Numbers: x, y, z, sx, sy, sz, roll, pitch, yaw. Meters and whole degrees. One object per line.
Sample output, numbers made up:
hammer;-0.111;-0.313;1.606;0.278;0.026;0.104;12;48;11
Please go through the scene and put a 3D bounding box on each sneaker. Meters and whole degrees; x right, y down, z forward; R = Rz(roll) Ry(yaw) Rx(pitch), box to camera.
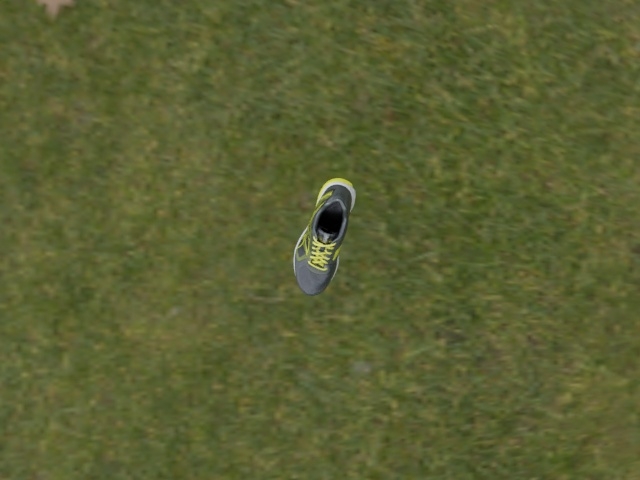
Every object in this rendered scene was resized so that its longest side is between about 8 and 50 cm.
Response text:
sneaker;0.000;0.000;1.094;0.031;0.035;0.083;15;108;1
